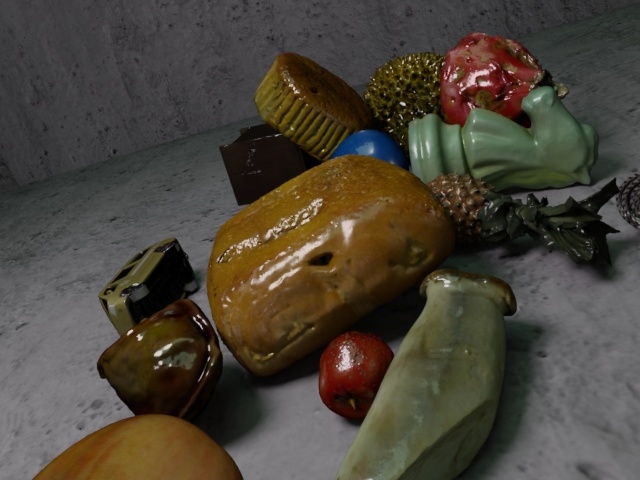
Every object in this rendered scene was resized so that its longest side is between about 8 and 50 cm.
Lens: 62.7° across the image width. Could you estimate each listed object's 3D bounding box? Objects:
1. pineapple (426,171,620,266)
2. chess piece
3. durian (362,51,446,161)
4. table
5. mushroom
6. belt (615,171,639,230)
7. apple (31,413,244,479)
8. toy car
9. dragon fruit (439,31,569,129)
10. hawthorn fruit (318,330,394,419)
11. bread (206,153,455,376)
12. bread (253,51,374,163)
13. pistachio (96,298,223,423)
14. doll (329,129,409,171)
[{"bbox_3d":[0.262,-0.037,0.726,0.277,0.130,0.119,13,78,51],"label":"pineapple"},{"bbox_3d":[0.310,-0.157,0.900,0.298,0.176,0.176,-8,25,21],"label":"chess piece"},{"bbox_3d":[0.213,-0.306,1.239,0.293,0.258,0.258,-8,24,36],"label":"durian"},{"bbox_3d":[-0.112,-0.192,1.298,0.193,0.172,0.169,-8,24,14],"label":"table"},{"bbox_3d":[0.105,0.145,0.481,0.107,0.087,0.333,9,38,25],"label":"mushroom"},{"bbox_3d":[0.501,-0.035,0.547,0.094,0.126,0.359,-26,23,-23],"label":"belt"},{"bbox_3d":[-0.143,0.223,0.388,0.199,0.199,0.199,-15,23,7],"label":"apple"},{"bbox_3d":[-0.299,0.092,0.885,0.124,0.101,0.257,-19,21,11],"label":"toy car"},{"bbox_3d":[0.336,-0.260,0.972,0.134,0.262,0.211,-33,17,-32],"label":"dragon fruit"},{"bbox_3d":[0.038,0.142,0.546,0.093,0.093,0.093,-15,23,7],"label":"hawthorn fruit"},{"bbox_3d":[-0.005,-0.006,0.735,0.328,0.148,0.337,-33,23,6],"label":"bread"},{"bbox_3d":[-0.011,-0.282,1.127,0.142,0.253,0.227,-43,23,30],"label":"bread"},{"bbox_3d":[-0.180,0.147,0.612,0.130,0.165,0.210,17,-16,-39],"label":"pistachio"},{"bbox_3d":[0.053,-0.099,1.023,0.257,0.161,0.215,-30,34,14],"label":"doll"}]
